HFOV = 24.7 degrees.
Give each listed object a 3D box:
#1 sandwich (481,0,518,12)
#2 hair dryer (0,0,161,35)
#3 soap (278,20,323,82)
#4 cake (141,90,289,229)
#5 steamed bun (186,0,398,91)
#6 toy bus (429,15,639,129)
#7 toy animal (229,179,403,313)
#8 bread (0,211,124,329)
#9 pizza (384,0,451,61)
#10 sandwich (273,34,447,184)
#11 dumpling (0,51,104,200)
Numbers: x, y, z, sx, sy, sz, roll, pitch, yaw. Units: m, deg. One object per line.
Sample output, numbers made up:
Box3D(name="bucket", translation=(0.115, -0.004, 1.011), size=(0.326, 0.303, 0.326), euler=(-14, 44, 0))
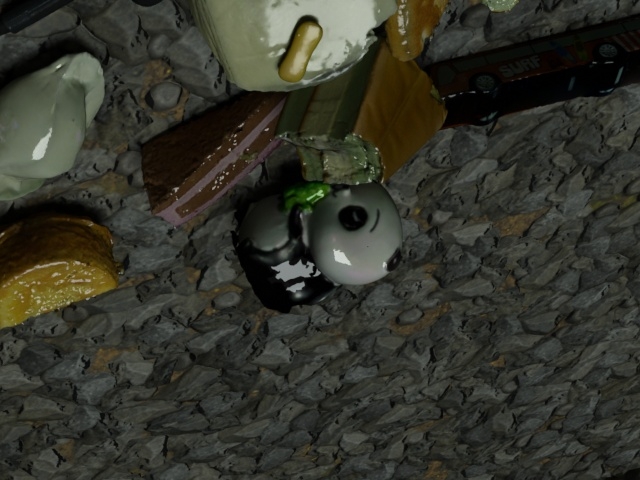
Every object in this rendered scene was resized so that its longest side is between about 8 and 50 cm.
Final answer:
Box3D(name="sandwich", translation=(0.261, -0.380, 2.166), size=(0.093, 0.035, 0.105), euler=(-11, 145, -17))
Box3D(name="hair dryer", translation=(-0.325, -0.320, 1.912), size=(0.255, 0.070, 0.128), euler=(-26, 147, 18))
Box3D(name="soap", translation=(-0.024, -0.232, 1.796), size=(0.034, 0.012, 0.089), euler=(18, 124, -16))
Box3D(name="cake", translation=(-0.150, -0.148, 2.226), size=(0.295, 0.112, 0.116), euler=(-36, 151, -2))
Box3D(name="steamed bun", translation=(-0.033, -0.340, 1.859), size=(0.290, 0.272, 0.273), euler=(-29, 145, 3))
Box3D(name="toy bus", translation=(0.361, -0.265, 2.326), size=(0.409, 0.092, 0.093), euler=(-14, 143, -11))
Box3D(name="toy animal", translation=(-0.003, -0.007, 2.376), size=(0.267, 0.212, 0.212), euler=(-26, 146, 14))
Box3D(name="bread", translation=(-0.428, 0.035, 2.247), size=(0.229, 0.143, 0.139), euler=(-20, 146, -7))
Box3D(name="pizza", translation=(0.138, -0.359, 2.047), size=(0.069, 0.194, 0.154), euler=(14, 133, 24))
Box3D(name="sandwich", translation=(0.064, -0.166, 2.157), size=(0.155, 0.198, 0.227), euler=(7, 160, 37))
Box3D(name="dumpling", translation=(-0.383, -0.161, 2.053), size=(0.252, 0.131, 0.179), euler=(-58, 156, 12))
